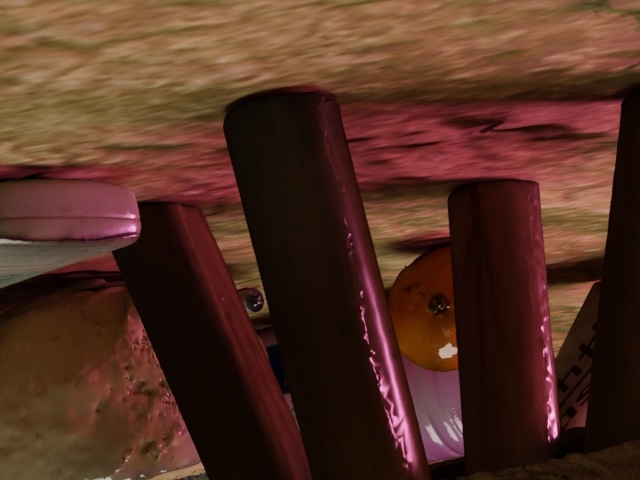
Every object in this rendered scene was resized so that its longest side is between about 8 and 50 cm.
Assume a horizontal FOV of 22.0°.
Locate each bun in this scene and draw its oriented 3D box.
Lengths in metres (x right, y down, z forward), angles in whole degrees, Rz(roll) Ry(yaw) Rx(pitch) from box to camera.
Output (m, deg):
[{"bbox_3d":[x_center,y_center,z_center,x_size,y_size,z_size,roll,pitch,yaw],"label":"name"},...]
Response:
[{"bbox_3d":[-0.158,0.106,1.150,0.259,0.152,0.259,-10,174,-1],"label":"bun"}]

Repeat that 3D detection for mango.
[{"bbox_3d":[0.107,0.039,1.217,0.105,0.084,0.159,-30,-177,24],"label":"mango"}]

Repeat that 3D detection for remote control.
[{"bbox_3d":[-0.193,0.008,0.874,0.098,0.038,0.233,0,168,-40],"label":"remote control"}]

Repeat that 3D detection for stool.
[{"bbox_3d":[0.055,0.062,0.864,0.310,0.226,0.310,-4,169,-22],"label":"stool"}]

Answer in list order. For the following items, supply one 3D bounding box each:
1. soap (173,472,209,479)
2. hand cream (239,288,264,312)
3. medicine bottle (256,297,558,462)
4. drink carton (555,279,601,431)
[{"bbox_3d":[-0.087,0.212,1.597,0.138,0.199,0.182,-14,-171,18],"label":"soap"},{"bbox_3d":[-0.078,0.051,1.320,0.030,0.019,0.093,-2,176,-44],"label":"hand cream"},{"bbox_3d":[0.069,0.127,1.474,0.254,0.152,0.152,-15,169,27],"label":"medicine bottle"},{"bbox_3d":[0.263,0.185,1.472,0.132,0.324,0.194,29,164,-6],"label":"drink carton"}]
